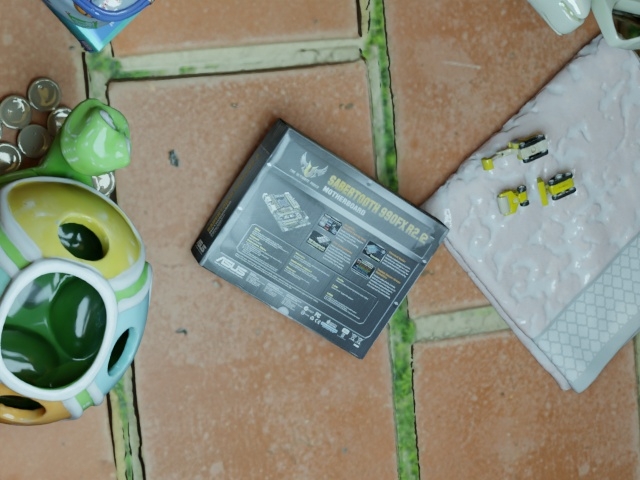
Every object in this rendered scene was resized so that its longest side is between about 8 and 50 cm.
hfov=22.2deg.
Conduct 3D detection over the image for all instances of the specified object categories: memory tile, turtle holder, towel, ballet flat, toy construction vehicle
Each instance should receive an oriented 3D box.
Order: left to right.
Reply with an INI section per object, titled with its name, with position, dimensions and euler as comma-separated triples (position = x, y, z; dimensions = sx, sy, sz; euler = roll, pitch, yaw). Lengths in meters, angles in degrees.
[memory tile]
position = -0.296, -0.091, 1.739
dimensions = 0.113, 0.012, 0.148
euler = -35, 106, -14
[turtle holder]
position = -0.263, 0.041, 1.638
dimensions = 0.320, 0.227, 0.243
euler = -45, 110, -6
[toy construction vehicle]
position = 0.239, -0.078, 1.885
dimensions = 0.098, 0.035, 0.086
euler = -25, 115, -12
[towel]
position = 0.324, -0.032, 1.966
dimensions = 0.332, 0.053, 0.317
euler = -43, 108, -13
[ballet flat]
position = 0.326, -0.289, 1.902
dimensions = 0.342, 0.116, 0.124
euler = 12, 68, -27

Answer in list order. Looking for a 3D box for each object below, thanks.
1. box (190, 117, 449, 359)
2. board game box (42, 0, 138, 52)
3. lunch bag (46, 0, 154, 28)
[box]
position = 0.000, 0.000, 1.819
dimensions = 0.231, 0.056, 0.183
euler = 31, 96, -21
[board game box]
position = -0.253, -0.327, 1.713
dimensions = 0.160, 0.047, 0.210
euler = -47, 110, -12
[lunch bag]
position = -0.210, -0.375, 1.641
dimensions = 0.303, 0.115, 0.243
euler = -46, 106, -14
